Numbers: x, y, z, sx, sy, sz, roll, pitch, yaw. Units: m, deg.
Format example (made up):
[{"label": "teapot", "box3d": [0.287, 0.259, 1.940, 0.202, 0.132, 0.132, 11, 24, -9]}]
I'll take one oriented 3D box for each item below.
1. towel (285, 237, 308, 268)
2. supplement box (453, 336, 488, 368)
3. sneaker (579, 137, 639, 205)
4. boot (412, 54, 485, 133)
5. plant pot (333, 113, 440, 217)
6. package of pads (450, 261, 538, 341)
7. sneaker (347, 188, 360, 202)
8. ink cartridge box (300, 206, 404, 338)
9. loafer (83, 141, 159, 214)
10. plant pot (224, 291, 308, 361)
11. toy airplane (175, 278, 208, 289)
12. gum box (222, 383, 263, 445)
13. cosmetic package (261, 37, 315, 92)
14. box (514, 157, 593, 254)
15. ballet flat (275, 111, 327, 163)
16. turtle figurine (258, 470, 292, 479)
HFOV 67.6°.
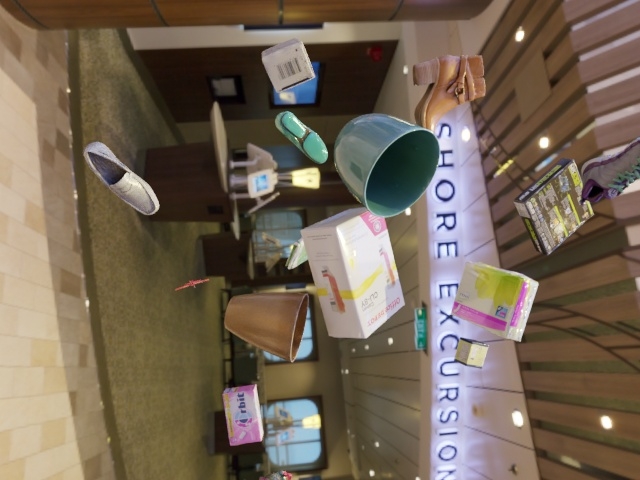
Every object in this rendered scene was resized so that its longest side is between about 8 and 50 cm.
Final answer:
[{"label": "towel", "box3d": [0.000, 0.000, 2.135, 0.038, 0.325, 0.248, 53, -28, 17]}, {"label": "supplement box", "box3d": [0.502, 0.375, 1.591, 0.056, 0.083, 0.083, 15, -92, 59]}, {"label": "sneaker", "box3d": [0.607, -0.130, 0.933, 0.224, 0.083, 0.098, 140, -29, -73]}, {"label": "boot", "box3d": [0.421, -0.457, 1.561, 0.109, 0.220, 0.283, -100, 180, -69]}, {"label": "plant pot", "box3d": [0.179, -0.254, 1.476, 0.235, 0.293, 0.293, 44, -33, 38]}, {"label": "package of pads", "box3d": [0.626, 0.208, 1.744, 0.296, 0.101, 0.229, 19, -88, 63]}, {"label": "sneaker", "box3d": [0.276, -0.238, 2.147, 0.146, 0.344, 0.134, -47, -112, 28]}, {"label": "ink cartridge box", "box3d": [0.121, 0.102, 1.630, 0.279, 0.160, 0.384, -27, 107, -47]}, {"label": "loafer", "box3d": [-0.706, -0.207, 1.691, 0.319, 0.112, 0.111, 47, 5, -25]}, {"label": "plant pot", "box3d": [-0.191, 0.275, 1.656, 0.237, 0.254, 0.237, 11, 90, -81]}, {"label": "toy airplane", "box3d": [-0.553, 0.185, 2.051, 0.151, 0.151, 0.028, -140, -145, -83]}, {"label": "gum box", "box3d": [-0.262, 0.598, 1.627, 0.062, 0.107, 0.188, -77, 158, -89]}, {"label": "cosmetic package", "box3d": [-0.122, -0.639, 1.730, 0.296, 0.153, 0.129, -102, 169, -63]}, {"label": "box", "box3d": [0.623, -0.088, 1.270, 0.190, 0.184, 0.045, 53, -10, -26]}, {"label": "ballet flat", "box3d": [-0.070, -0.374, 1.721, 0.247, 0.083, 0.087, 41, -7, -34]}, {"label": "turtle figurine", "box3d": [-0.175, 0.839, 1.580, 0.175, 0.234, 0.118, -11, -85, 44]}]
